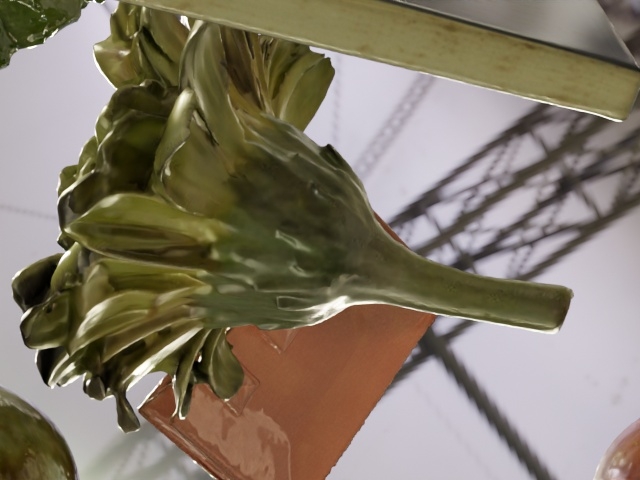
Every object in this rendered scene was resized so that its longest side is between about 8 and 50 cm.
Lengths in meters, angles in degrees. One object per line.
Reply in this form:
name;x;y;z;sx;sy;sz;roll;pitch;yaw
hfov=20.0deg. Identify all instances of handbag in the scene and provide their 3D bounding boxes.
handbag;-0.018;0.074;1.284;0.157;0.059;0.212;46;-107;-37

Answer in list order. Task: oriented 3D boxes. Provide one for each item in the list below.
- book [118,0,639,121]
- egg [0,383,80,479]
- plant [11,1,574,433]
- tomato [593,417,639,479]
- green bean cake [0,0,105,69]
book;0.012;-0.113;0.704;0.191;0.025;0.269;14;-161;-5
egg;-0.264;0.184;1.006;0.289;0.238;0.238;-33;-83;-39
plant;-0.045;0.016;1.050;0.297;0.261;0.306;47;-169;2
tomato;0.246;0.195;0.947;0.260;0.180;0.259;-14;-90;-83
green bean cake;-0.231;-0.300;1.210;0.335;0.319;0.218;46;171;38
